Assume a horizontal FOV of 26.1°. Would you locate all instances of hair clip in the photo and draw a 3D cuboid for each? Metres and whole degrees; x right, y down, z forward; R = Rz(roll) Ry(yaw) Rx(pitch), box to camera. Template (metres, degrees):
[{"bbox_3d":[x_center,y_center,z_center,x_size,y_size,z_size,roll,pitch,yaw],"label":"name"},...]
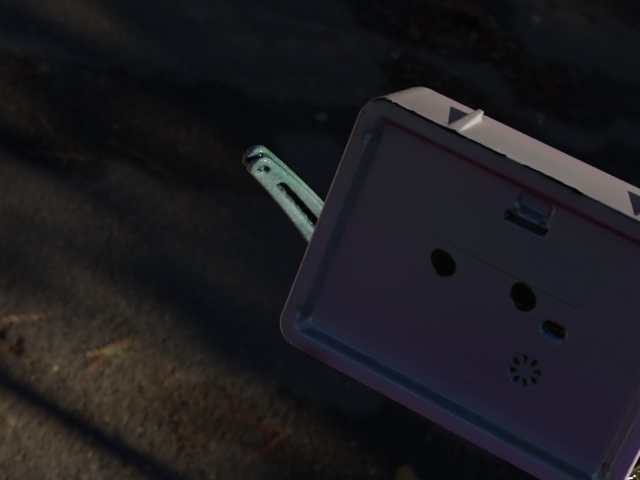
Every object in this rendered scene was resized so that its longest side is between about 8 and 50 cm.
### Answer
[{"bbox_3d":[0.000,0.000,1.023,0.229,0.039,0.070,50,15,-40],"label":"hair clip"}]

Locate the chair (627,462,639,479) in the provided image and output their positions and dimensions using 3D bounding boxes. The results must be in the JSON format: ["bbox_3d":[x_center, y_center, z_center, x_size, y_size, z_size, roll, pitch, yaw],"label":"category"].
[{"bbox_3d":[0.347,0.201,1.305,0.326,0.170,0.160,-22,25,-27],"label":"chair"}]

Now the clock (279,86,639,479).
[{"bbox_3d":[0.095,0.023,0.710,0.197,0.150,0.063,27,23,15],"label":"clock"}]
